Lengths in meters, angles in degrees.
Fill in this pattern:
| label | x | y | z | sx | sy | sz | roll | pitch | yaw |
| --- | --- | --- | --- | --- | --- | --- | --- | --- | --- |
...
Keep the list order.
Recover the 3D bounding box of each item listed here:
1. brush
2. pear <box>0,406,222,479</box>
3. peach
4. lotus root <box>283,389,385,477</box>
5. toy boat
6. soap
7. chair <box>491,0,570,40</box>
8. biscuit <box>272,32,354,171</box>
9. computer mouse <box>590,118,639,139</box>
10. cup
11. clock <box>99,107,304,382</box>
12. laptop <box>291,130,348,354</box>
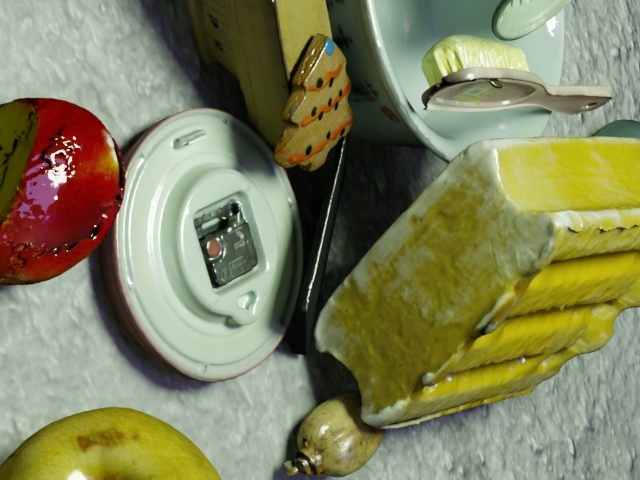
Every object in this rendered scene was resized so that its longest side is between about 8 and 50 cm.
| label | x | y | z | sx | sy | sz | roll | pitch | yaw |
| --- | --- | --- | --- | --- | --- | --- | --- | --- | --- |
| brush | 0.194 | -0.158 | 1.555 | 0.313 | 0.072 | 0.067 | -1 | 73 | -52 |
| pear | -0.158 | 0.235 | 1.229 | 0.209 | 0.209 | 0.209 | 7 | 81 | -51 |
| peach | -0.218 | -0.035 | 1.260 | 0.172 | 0.092 | 0.127 | -56 | 131 | -41 |
| lotus root | 0.017 | 0.190 | 1.555 | 0.072 | 0.063 | 0.152 | 47 | 44 | 10 |
| toy boat | -0.057 | -0.202 | 1.431 | 0.089 | 0.121 | 0.321 | -47 | 147 | -26 |
| soap | 0.193 | 0.038 | 1.604 | 0.335 | 0.293 | 0.156 | -7 | 55 | -53 |
| chair | 0.221 | -0.346 | 1.530 | 0.203 | 0.190 | 0.274 | -30 | 102 | -43 |
| biscuit | -0.002 | -0.122 | 1.439 | 0.119 | 0.019 | 0.130 | -38 | 140 | -47 |
| computer mouse | 0.366 | -0.028 | 1.979 | 0.371 | 0.122 | 0.188 | -35 | 113 | -44 |
| cup | 0.087 | -0.232 | 1.605 | 0.347 | 0.163 | 0.347 | 6 | 82 | -50 |
| clock | -0.098 | 0.003 | 1.436 | 0.244 | 0.056 | 0.244 | 6 | 83 | -51 |
| laptop | 0.000 | 0.000 | 1.532 | 0.135 | 0.016 | 0.197 | 96 | 6 | -68 |
